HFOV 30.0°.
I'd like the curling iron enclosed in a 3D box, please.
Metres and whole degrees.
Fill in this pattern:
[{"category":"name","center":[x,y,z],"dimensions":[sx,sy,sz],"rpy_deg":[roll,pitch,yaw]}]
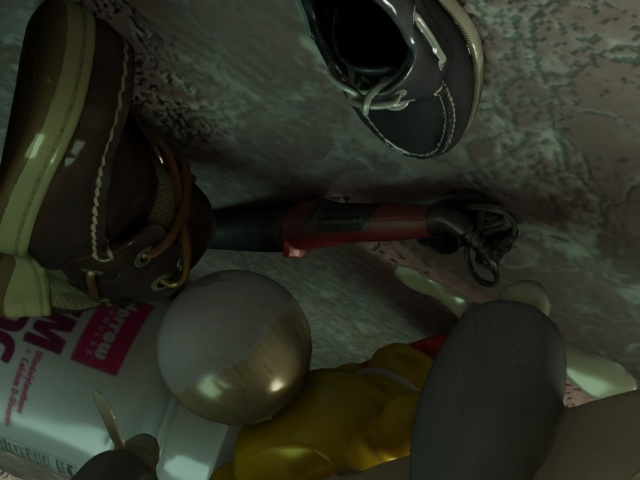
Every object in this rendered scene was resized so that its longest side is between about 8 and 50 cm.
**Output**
[{"category":"curling iron","center":[0.000,0.000,0.703],"dimensions":[0.274,0.035,0.068],"rpy_deg":[-1,148,44]}]

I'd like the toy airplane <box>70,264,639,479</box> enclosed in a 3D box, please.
[{"category":"toy airplane","center":[-0.026,0.152,0.643],"dimensions":[0.384,0.386,0.272],"rpy_deg":[157,88,-86]}]

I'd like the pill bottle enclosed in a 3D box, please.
[{"category":"pill bottle","center":[-0.195,0.099,0.943],"dimensions":[0.283,0.160,0.160],"rpy_deg":[20,157,6]}]

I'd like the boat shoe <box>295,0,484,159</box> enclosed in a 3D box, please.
[{"category":"boat shoe","center":[0.013,-0.083,0.468],"dimensions":[0.075,0.065,0.206],"rpy_deg":[12,155,23]}]

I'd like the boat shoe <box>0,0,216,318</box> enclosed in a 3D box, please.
[{"category":"boat shoe","center":[-0.118,-0.025,0.679],"dimensions":[0.123,0.123,0.342],"rpy_deg":[10,157,-11]}]
